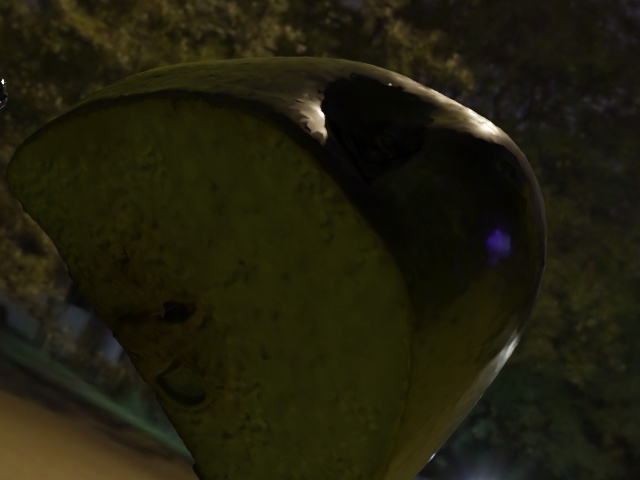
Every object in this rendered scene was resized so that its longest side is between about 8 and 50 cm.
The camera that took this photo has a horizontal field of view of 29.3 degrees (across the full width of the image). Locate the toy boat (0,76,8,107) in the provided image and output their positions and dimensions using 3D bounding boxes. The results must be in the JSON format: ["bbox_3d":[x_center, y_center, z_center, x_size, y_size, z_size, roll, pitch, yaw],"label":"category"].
[{"bbox_3d":[-0.237,-0.107,0.813,0.083,0.038,0.038,30,-1,42],"label":"toy boat"}]

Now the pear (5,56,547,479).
[{"bbox_3d":[0.000,0.000,0.654,0.292,0.159,0.292,22,-51,30],"label":"pear"}]
